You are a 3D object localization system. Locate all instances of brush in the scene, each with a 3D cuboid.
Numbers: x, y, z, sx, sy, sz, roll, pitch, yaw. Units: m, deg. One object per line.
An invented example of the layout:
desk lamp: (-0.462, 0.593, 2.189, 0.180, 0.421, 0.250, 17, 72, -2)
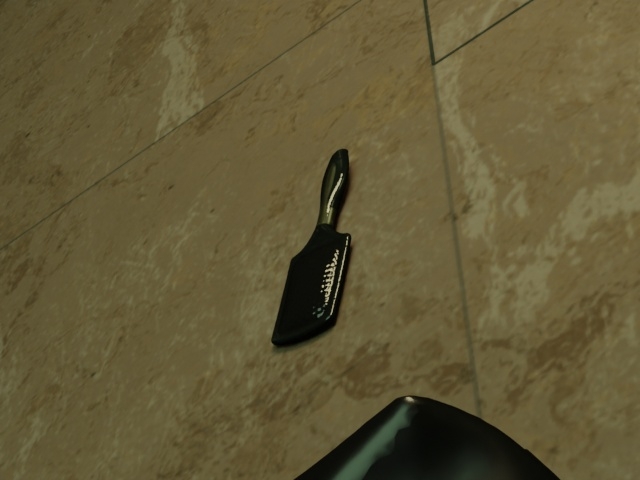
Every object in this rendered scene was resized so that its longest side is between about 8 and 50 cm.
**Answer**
brush: (0.000, 0.000, 1.258, 0.063, 0.016, 0.193, -22, 37, 33)

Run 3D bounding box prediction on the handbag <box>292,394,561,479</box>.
handbag: (0.016, 0.273, 0.786, 0.342, 0.152, 0.288, -41, 41, 15)
